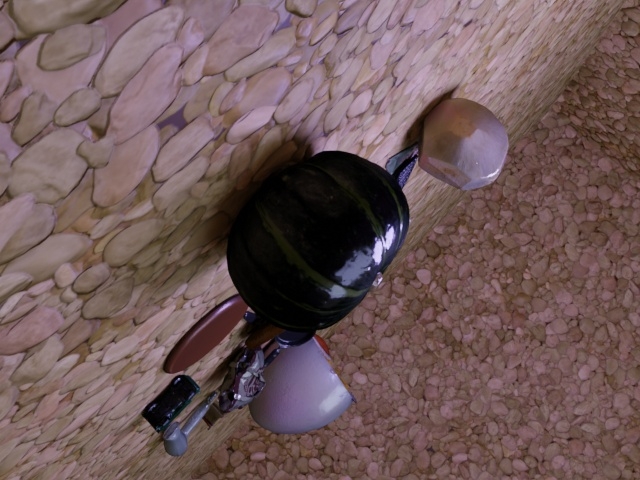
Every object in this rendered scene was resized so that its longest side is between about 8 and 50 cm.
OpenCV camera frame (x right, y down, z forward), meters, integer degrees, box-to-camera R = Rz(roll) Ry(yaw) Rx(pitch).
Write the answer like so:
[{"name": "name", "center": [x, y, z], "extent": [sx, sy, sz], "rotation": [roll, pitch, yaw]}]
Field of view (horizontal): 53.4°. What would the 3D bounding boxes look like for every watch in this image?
[{"name": "watch", "center": [-0.338, 0.570, 2.187], "extent": [0.268, 0.102, 0.165], "rotation": [-48, 173, 35]}]

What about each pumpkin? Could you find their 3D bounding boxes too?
[{"name": "pumpkin", "center": [0.000, 0.000, 1.044], "extent": [0.323, 0.241, 0.323], "rotation": [-42, 169, -10]}]

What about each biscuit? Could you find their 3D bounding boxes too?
[{"name": "biscuit", "center": [-0.077, 0.211, 1.798], "extent": [0.318, 0.040, 0.318], "rotation": [-32, 178, -2]}]

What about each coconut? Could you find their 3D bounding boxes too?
[{"name": "coconut", "center": [0.346, -0.234, 1.542], "extent": [0.197, 0.237, 0.237], "rotation": [-50, 169, -6]}]

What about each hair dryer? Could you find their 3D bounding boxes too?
[{"name": "hair dryer", "center": [-0.406, 0.561, 2.010], "extent": [0.237, 0.075, 0.206], "rotation": [-48, 165, -31]}]

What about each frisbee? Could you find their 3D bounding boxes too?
[{"name": "frisbee", "center": [-0.251, 0.212, 1.433], "extent": [0.251, 0.021, 0.251], "rotation": [-42, 168, -11]}]

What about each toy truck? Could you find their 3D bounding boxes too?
[{"name": "toy truck", "center": [-0.360, 0.394, 1.550], "extent": [0.147, 0.065, 0.079], "rotation": [-46, 171, -1]}]

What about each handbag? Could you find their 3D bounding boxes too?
[{"name": "handbag", "center": [-0.229, 0.418, 1.923], "extent": [0.235, 0.127, 0.213], "rotation": [84, 26, -82]}]

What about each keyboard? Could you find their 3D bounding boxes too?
[{"name": "keyboard", "center": [0.227, -0.167, 1.798], "extent": [0.087, 0.017, 0.250], "rotation": [-44, 170, -15]}]

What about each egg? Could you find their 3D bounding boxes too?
[{"name": "egg", "center": [-0.101, 0.522, 2.251], "extent": [0.340, 0.354, 0.354], "rotation": [-34, 167, -4]}]

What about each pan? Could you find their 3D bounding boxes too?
[{"name": "pan", "center": [-0.113, 0.320, 2.013], "extent": [0.136, 0.028, 0.235], "rotation": [28, 115, -39]}]

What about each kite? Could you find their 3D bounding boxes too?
[{"name": "kite", "center": [0.211, -0.192, 1.712], "extent": [0.268, 0.013, 0.323], "rotation": [-45, 168, -6]}]

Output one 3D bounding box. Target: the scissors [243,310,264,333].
[{"name": "scissors", "center": [-0.179, 0.206, 1.675], "extent": [0.088, 0.017, 0.220], "rotation": [-42, 168, -5]}]

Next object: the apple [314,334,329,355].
[{"name": "apple", "center": [-0.067, 0.473, 2.625], "extent": [0.209, 0.164, 0.209], "rotation": [-32, 168, -8]}]
